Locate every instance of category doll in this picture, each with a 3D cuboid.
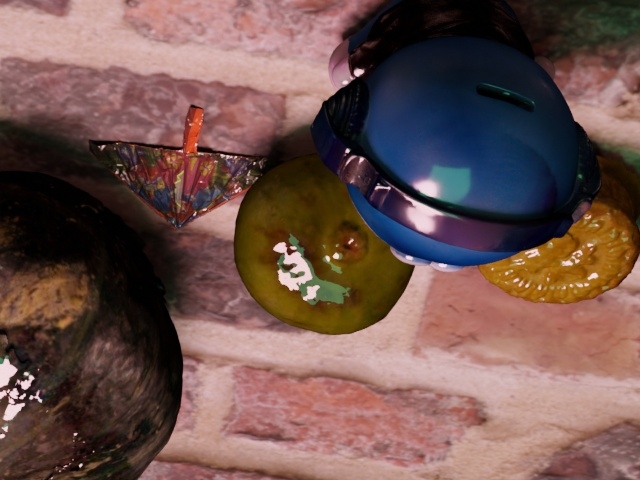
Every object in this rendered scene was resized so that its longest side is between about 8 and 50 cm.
[{"bbox_3d":[0.130,-0.108,1.930,0.284,0.310,0.240,15,133,-12],"label":"doll"}]

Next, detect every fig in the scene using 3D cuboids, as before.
[{"bbox_3d":[0.000,0.000,2.164,0.203,0.203,0.225,14,178,-11],"label":"fig"}]

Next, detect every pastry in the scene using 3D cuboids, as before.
[{"bbox_3d":[0.260,-0.014,2.169,0.189,0.103,0.189,1,137,1],"label":"pastry"}]

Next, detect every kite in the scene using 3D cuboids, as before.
[{"bbox_3d":[-0.142,-0.077,2.196,0.232,0.009,0.189,6,135,-5],"label":"kite"}]

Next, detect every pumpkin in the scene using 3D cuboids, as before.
[{"bbox_3d":[-0.374,0.129,2.188,0.454,0.344,0.454,6,134,6],"label":"pumpkin"}]
